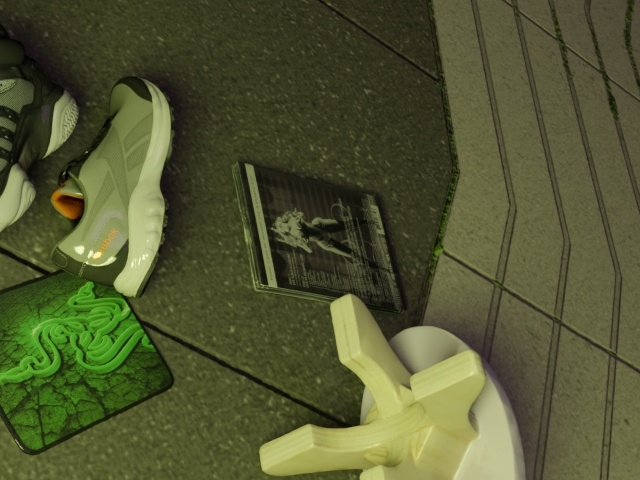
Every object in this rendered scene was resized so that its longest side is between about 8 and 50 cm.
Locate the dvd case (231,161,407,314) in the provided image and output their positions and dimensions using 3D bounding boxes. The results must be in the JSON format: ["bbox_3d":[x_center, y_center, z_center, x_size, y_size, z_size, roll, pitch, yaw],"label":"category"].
[{"bbox_3d":[0.000,0.000,1.371,0.221,0.018,0.165,12,53,-38],"label":"dvd case"}]

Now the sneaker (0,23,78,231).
[{"bbox_3d":[-0.322,-0.102,1.046,0.153,0.101,0.269,58,28,-27],"label":"sneaker"}]

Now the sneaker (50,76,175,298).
[{"bbox_3d":[-0.210,-0.070,1.165,0.108,0.100,0.272,14,47,-19],"label":"sneaker"}]

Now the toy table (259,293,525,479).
[{"bbox_3d":[0.085,0.192,1.142,0.161,0.252,0.274,30,28,-46],"label":"toy table"}]

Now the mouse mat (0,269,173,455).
[{"bbox_3d":[-0.235,0.101,1.074,0.189,0.007,0.153,-23,77,-51],"label":"mouse mat"}]
